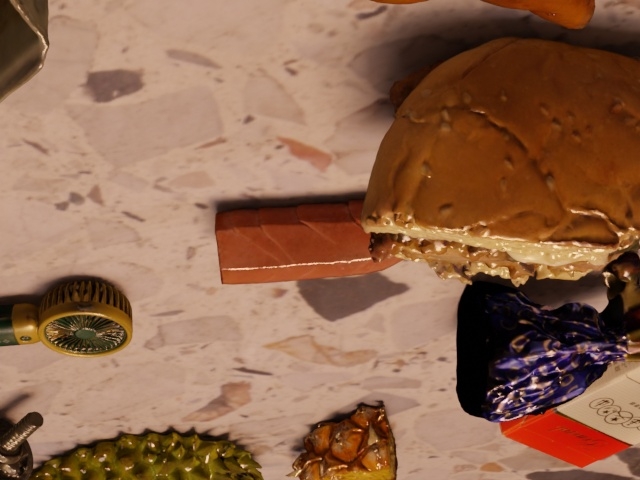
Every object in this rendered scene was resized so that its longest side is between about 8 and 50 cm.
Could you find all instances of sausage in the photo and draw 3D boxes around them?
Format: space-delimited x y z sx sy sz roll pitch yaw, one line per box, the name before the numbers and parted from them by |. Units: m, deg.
sausage | 0.000 0.000 1.423 0.169 0.065 0.065 -4 148 -2

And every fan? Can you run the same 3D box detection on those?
fan | -0.240 0.069 1.517 0.155 0.039 0.082 -4 148 2

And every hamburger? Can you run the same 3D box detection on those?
hamburger | 0.167 -0.053 1.268 0.282 0.245 0.155 -43 -179 -13

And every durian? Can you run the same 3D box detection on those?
durian | -0.215 0.284 1.834 0.355 0.157 0.169 -24 178 29

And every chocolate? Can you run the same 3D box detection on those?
chocolate | 0.291 0.079 1.538 0.343 0.126 0.148 -7 107 -3

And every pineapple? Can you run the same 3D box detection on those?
pineapple | 0.035 0.217 1.775 0.116 0.069 0.137 17 151 -39

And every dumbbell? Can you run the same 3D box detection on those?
dumbbell | -0.347 0.236 1.721 0.110 0.110 0.254 22 132 -35

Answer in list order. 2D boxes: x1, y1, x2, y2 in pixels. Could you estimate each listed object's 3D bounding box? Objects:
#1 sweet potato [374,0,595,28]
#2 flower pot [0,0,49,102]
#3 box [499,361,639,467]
sweet potato | 0.043 -0.200 1.068 0.359 0.112 0.112 16 143 -24
flower pot | -0.270 -0.184 0.976 0.209 0.190 0.239 -14 148 14
box | 0.310 0.153 1.722 0.139 0.035 0.245 24 138 -38
